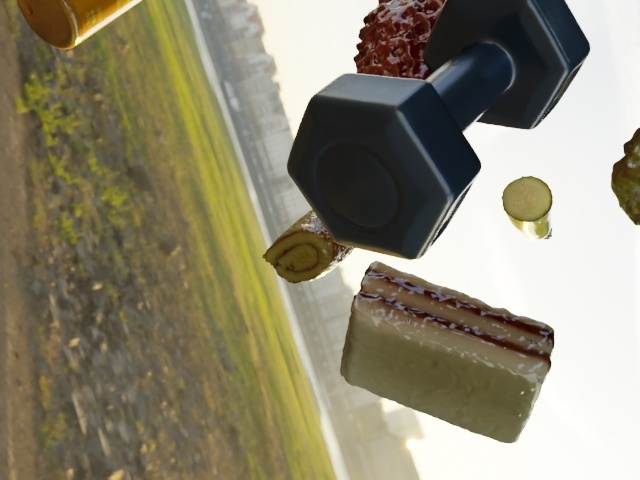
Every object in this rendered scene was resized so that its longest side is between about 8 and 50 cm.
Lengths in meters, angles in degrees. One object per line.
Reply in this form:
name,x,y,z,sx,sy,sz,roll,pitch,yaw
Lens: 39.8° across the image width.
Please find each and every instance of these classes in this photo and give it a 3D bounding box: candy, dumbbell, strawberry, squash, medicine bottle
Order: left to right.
medicine bottle,-0.261,-0.313,1.053,0.096,0.192,0.096,25,-39,22
strawberry,0.132,-0.217,0.988,0.190,0.236,0.111,37,-43,2
candy,0.193,0.178,1.382,0.180,0.320,0.135,103,12,-45
dumbbell,0.114,-0.122,0.786,0.159,0.325,0.144,12,-50,34
squash,0.417,-0.043,1.708,0.224,0.094,0.094,41,26,-60

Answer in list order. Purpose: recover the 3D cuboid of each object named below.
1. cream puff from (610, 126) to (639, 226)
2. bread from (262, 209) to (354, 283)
cream puff,0.679,-0.115,1.617,0.185,0.282,0.282,24,30,-35
bread,0.000,0.000,1.527,0.103,0.132,0.172,58,33,-5
